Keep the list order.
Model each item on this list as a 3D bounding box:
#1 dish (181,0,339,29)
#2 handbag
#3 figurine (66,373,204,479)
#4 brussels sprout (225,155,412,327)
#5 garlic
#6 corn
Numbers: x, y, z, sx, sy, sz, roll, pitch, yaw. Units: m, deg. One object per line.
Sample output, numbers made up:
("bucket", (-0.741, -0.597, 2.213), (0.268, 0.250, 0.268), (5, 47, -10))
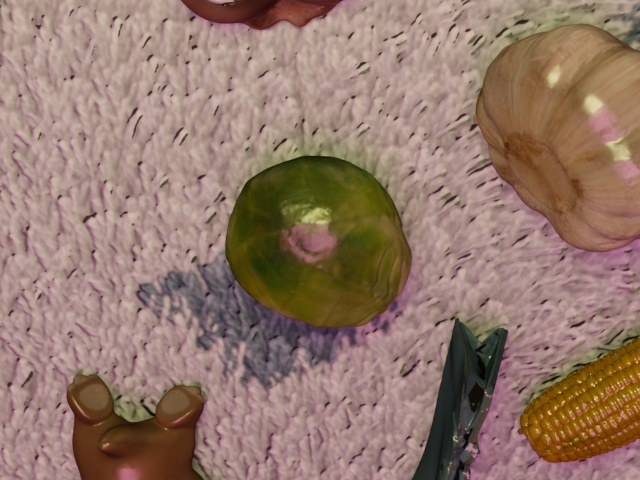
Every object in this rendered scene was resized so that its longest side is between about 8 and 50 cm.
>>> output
("dish", (-0.049, -0.271, 1.235), (0.213, 0.090, 0.213), (1, 114, 3))
("handbag", (0.140, 0.203, 1.414), (0.057, 0.144, 0.221), (12, 116, 0))
("figurine", (-0.193, 0.292, 1.463), (0.177, 0.173, 0.247), (6, 116, 2))
("brussels sprout", (0.002, 0.000, 1.332), (0.180, 0.144, 0.162), (11, 97, -26))
("garlic", (0.266, -0.116, 1.261), (0.212, 0.218, 0.219), (-34, 113, -22))
("corn", (0.340, 0.141, 1.397), (0.313, 0.102, 0.102), (-26, 111, 15))
